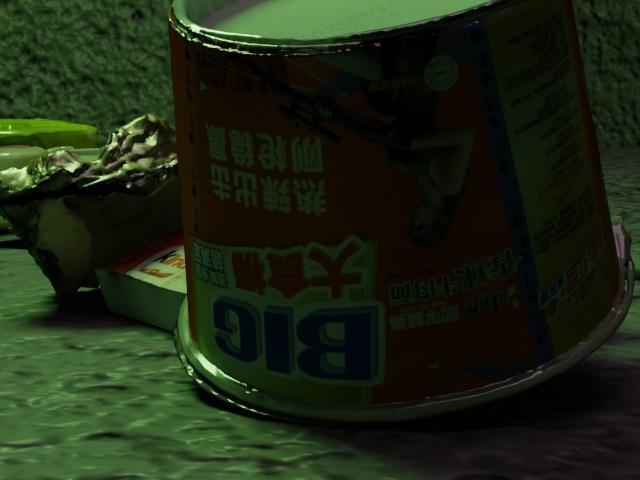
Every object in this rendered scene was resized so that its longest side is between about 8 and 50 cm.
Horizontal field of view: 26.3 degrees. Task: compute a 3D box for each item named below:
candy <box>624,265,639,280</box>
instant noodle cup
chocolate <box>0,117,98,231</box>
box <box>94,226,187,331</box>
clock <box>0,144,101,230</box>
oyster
[{"bbox_3d":[0.228,0.022,1.164,0.305,0.083,0.091,5,8,-33],"label":"candy"},{"bbox_3d":[0.035,-0.056,0.813,0.296,0.214,0.296,-8,27,4],"label":"instant noodle cup"},{"bbox_3d":[-0.481,-0.083,1.714,0.301,0.137,0.288,6,10,35],"label":"chocolate"},{"bbox_3d":[0.000,0.000,1.055,0.273,0.048,0.265,-26,20,-29],"label":"box"},{"bbox_3d":[-0.211,-0.058,1.602,0.284,0.114,0.309,1,6,21],"label":"clock"},{"bbox_3d":[-0.169,-0.020,1.149,0.259,0.092,0.198,-8,-31,-51],"label":"oyster"}]
